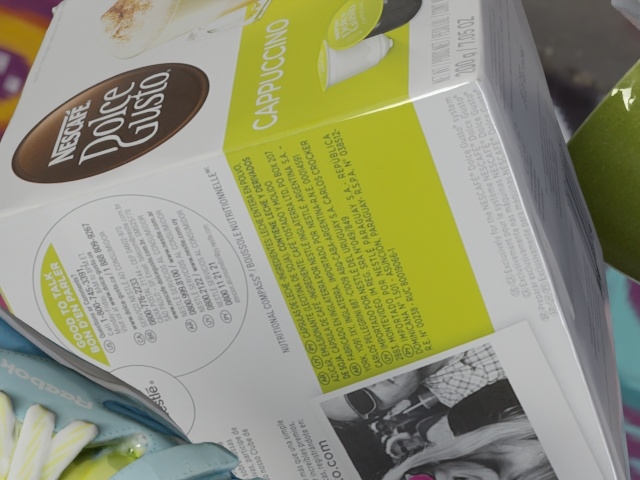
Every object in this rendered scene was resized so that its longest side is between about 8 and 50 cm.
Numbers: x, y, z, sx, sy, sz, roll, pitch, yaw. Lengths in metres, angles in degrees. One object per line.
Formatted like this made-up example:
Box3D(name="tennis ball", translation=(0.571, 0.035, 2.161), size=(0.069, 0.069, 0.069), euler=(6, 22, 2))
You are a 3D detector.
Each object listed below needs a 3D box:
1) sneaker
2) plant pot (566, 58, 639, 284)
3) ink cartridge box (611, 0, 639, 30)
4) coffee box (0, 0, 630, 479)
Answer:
Box3D(name="sneaker", translation=(-0.123, 0.093, 0.783), size=(0.319, 0.127, 0.208), euler=(29, -179, -42))
Box3D(name="plant pot", translation=(0.392, -0.031, 1.847), size=(0.293, 0.275, 0.275), euler=(43, 171, 12))
Box3D(name="ink cartridge box", translation=(0.219, -0.216, 1.149), size=(0.056, 0.181, 0.225), euler=(31, -179, 38))
Box3D(name="coffee box", translation=(0.000, 0.000, 1.366), size=(0.334, 0.337, 0.338), euler=(-16, 119, 13))
